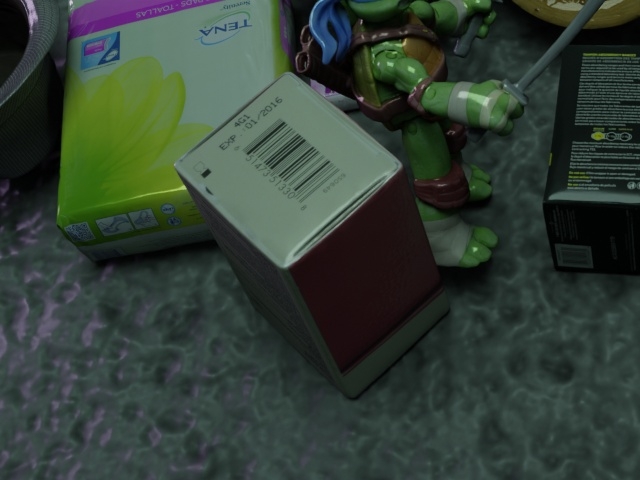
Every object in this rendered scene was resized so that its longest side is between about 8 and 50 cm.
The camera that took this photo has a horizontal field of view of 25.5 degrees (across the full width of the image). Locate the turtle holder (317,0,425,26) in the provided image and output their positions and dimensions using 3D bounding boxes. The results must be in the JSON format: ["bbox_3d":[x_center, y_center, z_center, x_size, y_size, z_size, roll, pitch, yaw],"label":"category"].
[{"bbox_3d":[0.024,-0.339,1.324,0.243,0.227,0.320,-10,49,35],"label":"turtle holder"}]

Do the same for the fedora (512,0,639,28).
[{"bbox_3d":[0.253,-0.267,1.353,0.194,0.079,0.194,-5,63,10],"label":"fedora"}]

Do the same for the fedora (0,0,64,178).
[{"bbox_3d":[-0.340,-0.145,1.410,0.243,0.124,0.275,-44,45,-7],"label":"fedora"}]

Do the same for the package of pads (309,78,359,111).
[{"bbox_3d":[0.032,-0.153,1.375,0.083,0.032,0.050,-11,56,9],"label":"package of pads"}]

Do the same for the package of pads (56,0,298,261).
[{"bbox_3d":[-0.130,-0.134,1.370,0.229,0.101,0.297,-10,58,11],"label":"package of pads"}]

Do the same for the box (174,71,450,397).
[{"bbox_3d":[0.000,0.000,1.170,0.127,0.232,0.148,-41,58,-11],"label":"box"}]

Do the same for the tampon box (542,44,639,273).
[{"bbox_3d":[0.253,-0.069,1.207,0.101,0.120,0.161,3,60,17],"label":"tampon box"}]

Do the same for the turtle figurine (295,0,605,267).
[{"bbox_3d":[0.136,-0.125,1.176,0.274,0.266,0.198,-27,42,-17],"label":"turtle figurine"}]
